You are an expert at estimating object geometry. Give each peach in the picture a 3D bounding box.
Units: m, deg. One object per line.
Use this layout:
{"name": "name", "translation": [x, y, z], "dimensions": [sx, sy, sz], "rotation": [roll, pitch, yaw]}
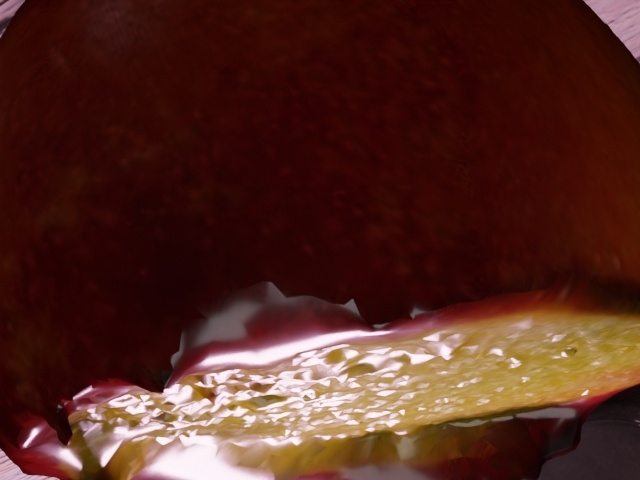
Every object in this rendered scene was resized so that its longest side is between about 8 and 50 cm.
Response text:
{"name": "peach", "translation": [0.005, -0.013, 0.543], "dimensions": [0.406, 0.310, 0.335], "rotation": [5, 143, -42]}

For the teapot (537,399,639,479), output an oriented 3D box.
{"name": "teapot", "translation": [0.432, 0.379, 1.299], "dimensions": [0.376, 0.305, 0.362], "rotation": [13, 170, 29]}
